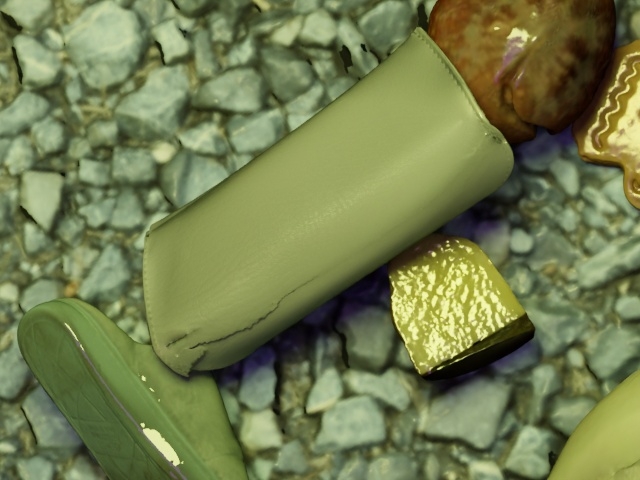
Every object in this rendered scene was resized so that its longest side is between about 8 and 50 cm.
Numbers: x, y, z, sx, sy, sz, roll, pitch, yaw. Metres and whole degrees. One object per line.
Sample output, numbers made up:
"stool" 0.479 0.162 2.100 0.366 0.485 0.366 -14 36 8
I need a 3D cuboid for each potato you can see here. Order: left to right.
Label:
"potato" 0.097 0.045 1.153 0.096 0.066 0.103 -21 76 -5

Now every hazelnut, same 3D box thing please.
"hazelnut" 0.147 -0.145 1.124 0.143 0.143 0.154 43 95 12

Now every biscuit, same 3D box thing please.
"biscuit" 0.280 -0.074 1.145 0.184 0.027 0.133 39 92 12

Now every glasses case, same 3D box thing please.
"glasses case" -0.002 -0.023 1.125 0.308 0.083 0.128 -34 58 21

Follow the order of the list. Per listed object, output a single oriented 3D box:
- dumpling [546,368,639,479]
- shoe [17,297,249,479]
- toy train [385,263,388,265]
"dumpling" 0.297 0.216 1.017 0.395 0.233 0.315 -30 76 20
"shoe" -0.123 0.134 1.183 0.251 0.103 0.100 49 52 -1
"toy train" 0.000 0.000 1.190 0.148 0.038 0.071 -18 79 10
